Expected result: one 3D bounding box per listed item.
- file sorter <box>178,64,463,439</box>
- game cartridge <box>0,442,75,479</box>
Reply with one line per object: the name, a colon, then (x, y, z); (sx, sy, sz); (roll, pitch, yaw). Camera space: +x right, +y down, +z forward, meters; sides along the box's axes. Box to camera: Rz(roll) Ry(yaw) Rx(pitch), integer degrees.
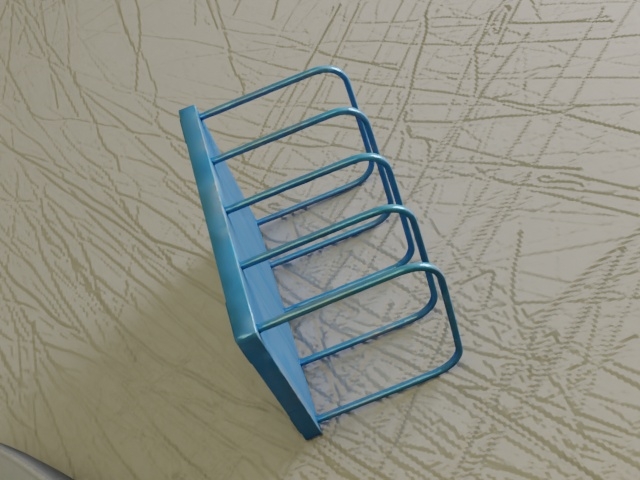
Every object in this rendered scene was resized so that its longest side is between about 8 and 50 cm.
file sorter: (0.000, 0.000, 0.461); (0.104, 0.118, 0.170); (-22, 51, 3)
game cartridge: (-0.197, 0.203, 0.407); (0.294, 0.060, 0.196); (9, 61, 36)
